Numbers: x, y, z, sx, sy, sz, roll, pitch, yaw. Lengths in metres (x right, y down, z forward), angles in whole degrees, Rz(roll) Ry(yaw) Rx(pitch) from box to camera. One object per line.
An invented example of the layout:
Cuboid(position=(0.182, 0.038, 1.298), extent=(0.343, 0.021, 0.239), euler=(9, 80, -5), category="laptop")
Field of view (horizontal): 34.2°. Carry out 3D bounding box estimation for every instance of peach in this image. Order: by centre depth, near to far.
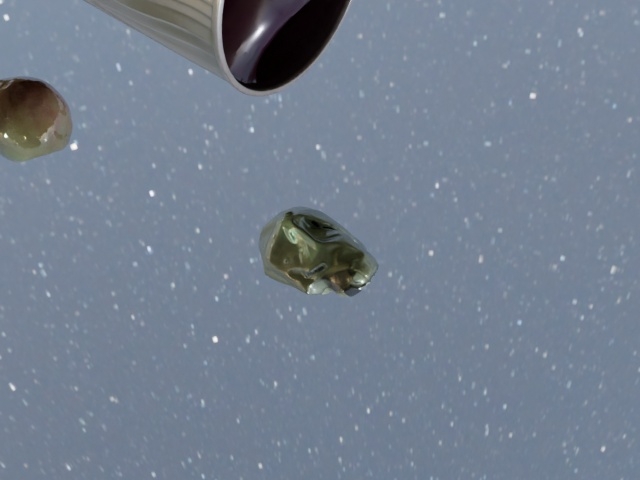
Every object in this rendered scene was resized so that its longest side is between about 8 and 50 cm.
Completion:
Cuboid(position=(-0.266, -0.111, 0.945), extent=(0.083, 0.083, 0.083), euler=(-2, -125, 3), category="peach")

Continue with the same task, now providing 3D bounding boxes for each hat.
Cuboid(position=(0.002, 0.004, 1.003), extent=(0.122, 0.166, 0.081), euler=(-5, -83, 13), category="hat")

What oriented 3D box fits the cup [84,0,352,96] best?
Cuboid(position=(-0.103, -0.277, 0.965), extent=(0.273, 0.288, 0.208), euler=(31, -77, 21), category="cup")
